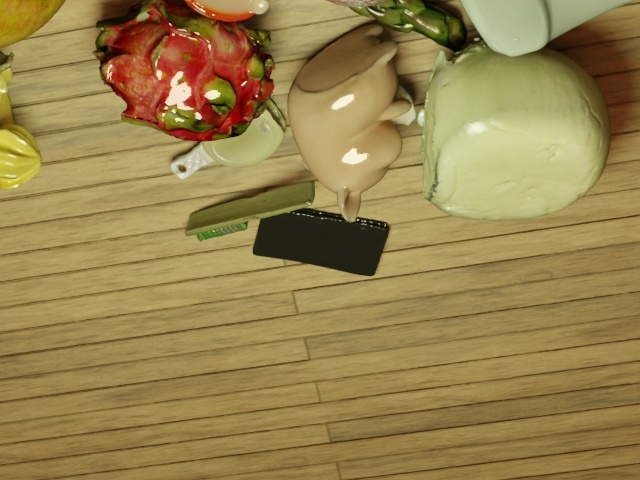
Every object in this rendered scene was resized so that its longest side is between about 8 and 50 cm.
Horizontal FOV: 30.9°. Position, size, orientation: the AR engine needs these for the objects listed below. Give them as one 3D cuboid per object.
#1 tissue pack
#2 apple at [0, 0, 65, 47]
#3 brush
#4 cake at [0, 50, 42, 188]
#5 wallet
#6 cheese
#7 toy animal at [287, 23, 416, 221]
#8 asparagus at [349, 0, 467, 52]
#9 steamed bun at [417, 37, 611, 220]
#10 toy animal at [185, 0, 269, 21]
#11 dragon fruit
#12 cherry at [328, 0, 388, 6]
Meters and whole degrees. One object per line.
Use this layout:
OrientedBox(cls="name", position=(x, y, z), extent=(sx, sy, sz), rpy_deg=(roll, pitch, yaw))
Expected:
OrientedBox(cls="tissue pack", position=(0.356, -0.453, 1.750), extent=(0.333, 0.236, 0.229), rpy_deg=(-24, 132, 17))
OrientedBox(cls="apple", position=(-0.529, -0.442, 1.696), extent=(0.340, 0.339, 0.339), rpy_deg=(0, 127, 0))
OrientedBox(cls="brush", position=(-0.125, -0.049, 2.108), extent=(0.282, 0.054, 0.048), rpy_deg=(-15, 141, 32))
OrientedBox(cls="cake", position=(-0.618, -0.204, 1.939), extent=(0.286, 0.222, 0.227), rpy_deg=(-3, 129, 3))
OrientedBox(cls="wallet", position=(0.000, 0.000, 2.205), extent=(0.244, 0.025, 0.124), rpy_deg=(9, 126, -8))
OrientedBox(cls="cheese", position=(-0.171, -0.175, 2.054), extent=(0.227, 0.064, 0.137), rpy_deg=(-29, 120, 21))
OrientedBox(cls="toy animal", position=(0.054, -0.208, 1.966), extent=(0.213, 0.195, 0.256), rpy_deg=(-27, 125, -6))
OrientedBox(cls="asparagus", position=(0.124, -0.382, 1.892), extent=(0.287, 0.080, 0.080), rpy_deg=(18, 125, -16))
OrientedBox(cls="steamed bun", position=(0.318, -0.192, 1.932), extent=(0.312, 0.233, 0.334), rpy_deg=(3, 152, -8))
OrientedBox(cls="toy animal", position=(-0.147, -0.433, 1.780), extent=(0.171, 0.197, 0.171), rpy_deg=(4, 163, 1))
OrientedBox(cls="dragon fruit", position=(-0.223, -0.278, 1.881), extent=(0.303, 0.237, 0.231), rpy_deg=(7, 102, 9))
OrientedBox(cls="cherry", position=(0.074, -0.461, 1.729), extent=(0.285, 0.236, 0.213), rpy_deg=(-25, 104, 35))
